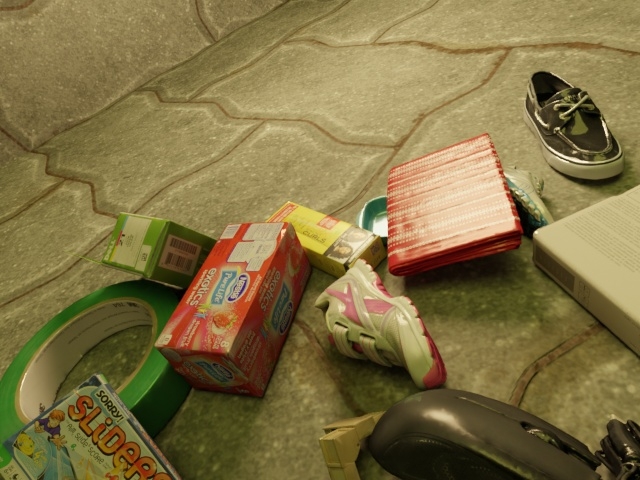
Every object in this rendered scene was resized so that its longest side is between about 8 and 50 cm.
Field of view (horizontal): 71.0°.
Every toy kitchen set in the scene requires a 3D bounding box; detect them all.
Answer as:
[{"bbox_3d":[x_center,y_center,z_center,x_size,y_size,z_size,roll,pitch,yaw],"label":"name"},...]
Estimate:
[{"bbox_3d":[0.040,0.254,0.533,0.083,0.075,0.068,-10,-15,-38],"label":"toy kitchen set"}]

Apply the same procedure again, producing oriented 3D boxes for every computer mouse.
[{"bbox_3d":[0.176,0.191,0.437,0.273,0.072,0.189,-2,2,29],"label":"computer mouse"}]

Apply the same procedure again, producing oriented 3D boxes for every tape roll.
[{"bbox_3d":[-0.356,0.207,0.729,0.322,0.077,0.321,-13,41,11],"label":"tape roll"}]

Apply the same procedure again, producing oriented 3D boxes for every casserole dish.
[{"bbox_3d":[0.158,-0.039,0.799,0.189,0.037,0.114,-6,41,18],"label":"casserole dish"}]

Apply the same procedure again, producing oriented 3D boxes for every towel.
[{"bbox_3d":[0.203,-0.064,0.736,0.199,0.031,0.274,-18,38,23],"label":"towel"}]

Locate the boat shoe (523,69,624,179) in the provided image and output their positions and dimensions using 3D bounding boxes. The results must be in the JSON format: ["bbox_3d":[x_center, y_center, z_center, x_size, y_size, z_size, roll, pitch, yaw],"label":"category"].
[{"bbox_3d":[0.453,-0.225,0.820,0.108,0.102,0.301,-12,40,13],"label":"boat shoe"}]

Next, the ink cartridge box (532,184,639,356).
[{"bbox_3d":[0.467,0.037,0.544,0.261,0.066,0.296,-24,40,-3],"label":"ink cartridge box"}]

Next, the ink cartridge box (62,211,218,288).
[{"bbox_3d":[-0.302,0.021,0.811,0.255,0.189,0.096,10,78,32],"label":"ink cartridge box"}]

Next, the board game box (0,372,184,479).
[{"bbox_3d":[-0.262,0.280,0.531,0.136,0.201,0.035,-39,-3,-19],"label":"board game box"}]

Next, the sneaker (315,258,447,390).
[{"bbox_3d":[0.072,0.124,0.605,0.111,0.102,0.252,-34,26,-6],"label":"sneaker"}]

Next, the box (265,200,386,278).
[{"bbox_3d":[0.000,0.000,0.811,0.232,0.058,0.087,24,58,42],"label":"box"}]

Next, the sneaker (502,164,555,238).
[{"bbox_3d":[0.338,-0.077,0.735,0.083,0.071,0.190,-16,39,-2],"label":"sneaker"}]

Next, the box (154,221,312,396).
[{"bbox_3d":[-0.121,0.098,0.705,0.128,0.122,0.256,-2,43,24],"label":"box"}]
